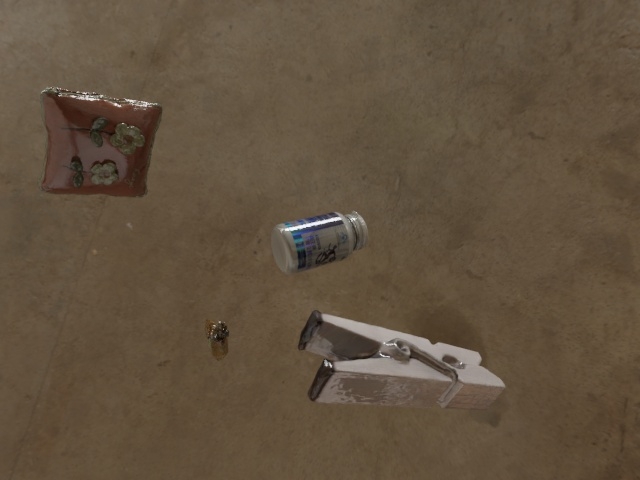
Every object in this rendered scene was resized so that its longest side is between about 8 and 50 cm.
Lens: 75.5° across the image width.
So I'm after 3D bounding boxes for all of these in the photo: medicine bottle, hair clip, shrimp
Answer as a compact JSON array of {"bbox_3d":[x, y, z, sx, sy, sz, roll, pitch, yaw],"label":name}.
[{"bbox_3d":[0.000,0.000,0.872,0.191,0.107,0.107,-14,76,-23],"label":"medicine bottle"},{"bbox_3d":[0.129,0.191,0.618,0.330,0.101,0.085,15,114,-23],"label":"hair clip"},{"bbox_3d":[-0.217,0.199,0.853,0.043,0.184,0.092,-21,77,-26],"label":"shrimp"}]

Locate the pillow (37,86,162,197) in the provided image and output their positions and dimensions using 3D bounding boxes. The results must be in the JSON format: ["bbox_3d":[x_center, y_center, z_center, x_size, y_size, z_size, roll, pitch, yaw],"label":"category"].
[{"bbox_3d":[-0.347,-0.142,0.658,0.075,0.171,0.179,50,128,35],"label":"pillow"}]
